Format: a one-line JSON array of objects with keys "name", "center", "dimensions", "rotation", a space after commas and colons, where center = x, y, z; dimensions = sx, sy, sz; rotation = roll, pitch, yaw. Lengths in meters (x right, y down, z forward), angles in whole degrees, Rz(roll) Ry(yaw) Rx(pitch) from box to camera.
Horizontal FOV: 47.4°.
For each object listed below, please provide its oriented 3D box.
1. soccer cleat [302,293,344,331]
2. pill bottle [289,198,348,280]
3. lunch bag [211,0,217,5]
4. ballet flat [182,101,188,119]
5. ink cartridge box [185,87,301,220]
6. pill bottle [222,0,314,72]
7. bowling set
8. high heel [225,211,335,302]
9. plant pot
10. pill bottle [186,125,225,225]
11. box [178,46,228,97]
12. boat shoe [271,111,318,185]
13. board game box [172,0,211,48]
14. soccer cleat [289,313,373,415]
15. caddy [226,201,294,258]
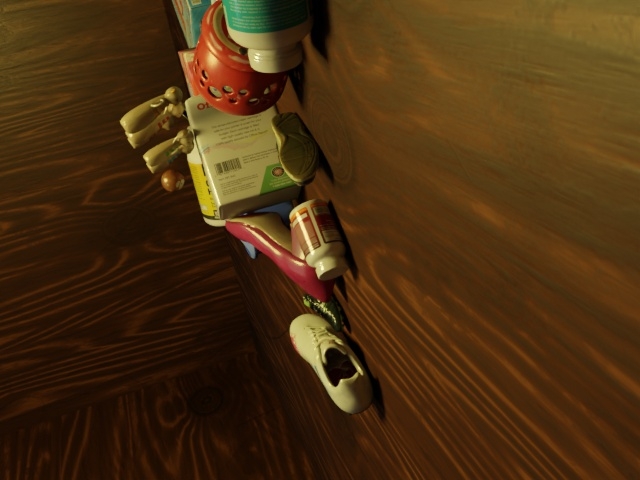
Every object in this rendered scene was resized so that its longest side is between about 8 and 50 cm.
[{"name": "soccer cleat", "center": [0.002, 0.150, 1.709], "dimensions": [0.060, 0.072, 0.179], "rotation": [86, 162, -48]}, {"name": "pill bottle", "center": [0.000, 0.000, 1.477], "dimensions": [0.086, 0.086, 0.152], "rotation": [101, 150, -66]}, {"name": "lunch bag", "center": [-0.178, -0.462, 1.631], "dimensions": [0.176, 0.090, 0.219], "rotation": [87, 161, -53]}, {"name": "ballet flat", "center": [-0.354, -0.325, 2.030], "dimensions": [0.057, 0.049, 0.173], "rotation": [86, 159, -47]}, {"name": "ink cartridge box", "center": [-0.184, -0.215, 1.732], "dimensions": [0.117, 0.201, 0.278], "rotation": [112, 140, -73]}, {"name": "pill bottle", "center": [-0.088, -0.407, 1.162], "dimensions": [0.146, 0.146, 0.264], "rotation": [-121, 19, -49]}, {"name": "bowling set", "center": [-0.352, -0.230, 1.734], "dimensions": [0.199, 0.154, 0.287], "rotation": [56, 171, -7]}, {"name": "high heel", "center": [-0.107, 0.033, 1.703], "dimensions": [0.377, 0.127, 0.181], "rotation": [12, 112, 54]}, {"name": "plant pot", "center": [-0.146, -0.363, 1.411], "dimensions": [0.174, 0.191, 0.191], "rotation": [127, 126, -65]}, {"name": "pill bottle", "center": [-0.340, -0.232, 2.452], "dimensions": [0.188, 0.188, 0.333], "rotation": [-130, 25, -62]}, {"name": "box", "center": [-0.296, -0.412, 2.104], "dimensions": [0.154, 0.142, 0.299], "rotation": [-140, 34, -67]}, {"name": "boat shoe", "center": [-0.048, -0.178, 1.487], "dimensions": [0.223, 0.080, 0.073], "rotation": [-112, 6, -45]}, {"name": "board game box", "center": [-0.388, -0.730, 2.218], "dimensions": [0.302, 0.086, 0.308], "rotation": [103, 148, -68]}, {"name": "soccer cleat", "center": [0.020, 0.249, 1.668], "dimensions": [0.331, 0.116, 0.143], "rotation": [48, 162, 47]}, {"name": "caddy", "center": [-0.196, -0.118, 1.984], "dimensions": [0.241, 0.179, 0.341], "rotation": [100, 151, -63]}]
